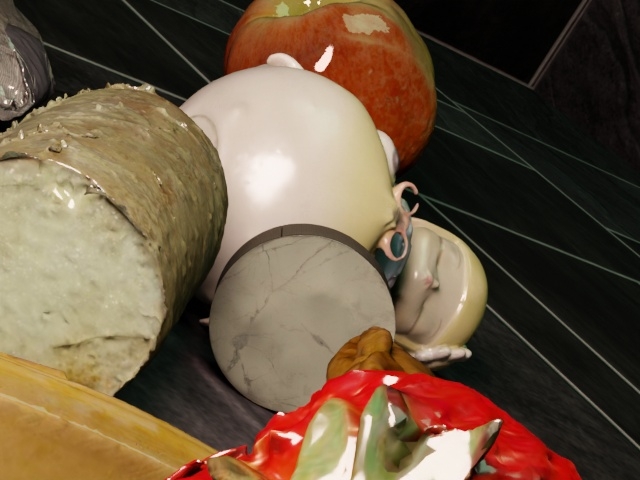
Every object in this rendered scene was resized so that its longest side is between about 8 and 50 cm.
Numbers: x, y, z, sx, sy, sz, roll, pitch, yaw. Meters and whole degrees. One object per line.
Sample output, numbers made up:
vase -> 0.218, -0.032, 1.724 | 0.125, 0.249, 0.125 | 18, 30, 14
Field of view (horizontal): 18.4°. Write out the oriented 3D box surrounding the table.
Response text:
table -> -0.013, 0.056, 1.420 | 0.133, 0.133, 0.043 | 31, 12, -7

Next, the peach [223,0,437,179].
peach -> 0.014, -0.149, 2.101 | 0.232, 0.232, 0.257 | -129, -160, -54

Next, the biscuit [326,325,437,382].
biscuit -> 0.120, 0.192, 1.197 | 0.359, 0.074, 0.381 | 47, 4, 13

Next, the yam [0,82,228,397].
yam -> -0.150, -0.005, 1.256 | 0.168, 0.168, 0.304 | 32, 12, -2

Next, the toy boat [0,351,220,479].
toy boat -> -0.113, 0.126, 1.032 | 0.321, 0.089, 0.121 | 29, 5, -19

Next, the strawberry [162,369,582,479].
strawberry -> 0.031, 0.205, 0.805 | 0.277, 0.257, 0.257 | 57, -4, -37

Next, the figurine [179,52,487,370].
figurine -> 0.000, 0.000, 1.642 | 0.274, 0.227, 0.394 | 6, -16, 43

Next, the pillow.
pillow -> -0.333, -0.194, 1.685 | 0.161, 0.092, 0.335 | 11, 25, -45
